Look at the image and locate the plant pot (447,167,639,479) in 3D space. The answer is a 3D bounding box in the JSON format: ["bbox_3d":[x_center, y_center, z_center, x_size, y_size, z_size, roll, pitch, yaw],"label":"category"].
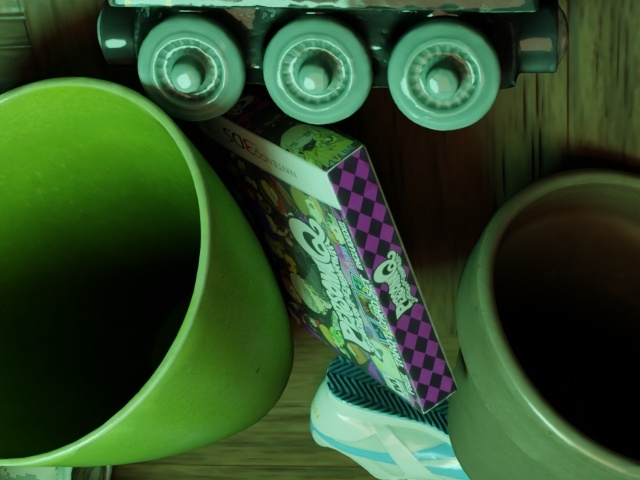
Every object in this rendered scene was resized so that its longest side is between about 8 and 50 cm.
[{"bbox_3d":[0.209,0.111,1.088,0.263,0.263,0.229,18,145,-5],"label":"plant pot"}]

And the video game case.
[{"bbox_3d":[0.000,0.000,1.053,0.042,0.210,0.232,-35,125,-17],"label":"video game case"}]

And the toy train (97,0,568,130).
[{"bbox_3d":[0.004,-0.185,0.948,0.333,0.142,0.190,3,114,10],"label":"toy train"}]

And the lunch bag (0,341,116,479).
[{"bbox_3d":[-0.316,0.198,1.251,0.235,0.169,0.287,13,136,0],"label":"lunch bag"}]

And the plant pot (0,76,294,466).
[{"bbox_3d":[-0.139,0.057,1.058,0.274,0.275,0.293,-16,157,19],"label":"plant pot"}]

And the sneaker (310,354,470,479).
[{"bbox_3d":[0.101,0.179,1.241,0.228,0.087,0.092,23,134,-1],"label":"sneaker"}]
